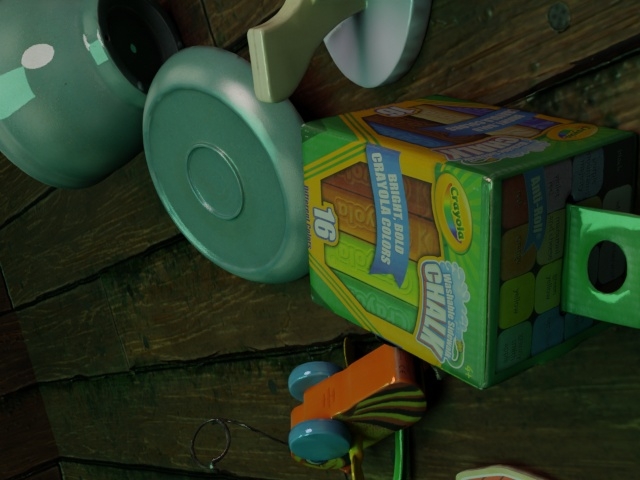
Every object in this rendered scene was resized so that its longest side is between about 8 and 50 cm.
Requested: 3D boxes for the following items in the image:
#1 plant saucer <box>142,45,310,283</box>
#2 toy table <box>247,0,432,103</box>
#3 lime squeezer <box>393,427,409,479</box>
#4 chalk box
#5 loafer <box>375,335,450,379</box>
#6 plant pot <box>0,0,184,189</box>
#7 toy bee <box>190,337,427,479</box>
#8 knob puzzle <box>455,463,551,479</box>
[{"bbox_3d":[-0.119,-0.079,1.106,0.317,0.043,0.318,27,133,33],"label":"plant saucer"},{"bbox_3d":[-0.009,-0.277,0.868,0.252,0.160,0.275,-2,103,55],"label":"toy table"},{"bbox_3d":[0.130,0.367,1.062,0.110,0.059,0.311,-30,77,22],"label":"lime squeezer"},{"bbox_3d":[0.140,-0.005,0.756,0.289,0.179,0.180,23,122,49],"label":"chalk box"},{"bbox_3d":[0.077,0.066,0.942,0.220,0.078,0.080,37,166,40],"label":"loafer"},{"bbox_3d":[-0.310,-0.239,1.243,0.196,0.293,0.293,-19,88,29],"label":"plant pot"},{"bbox_3d":[0.018,0.210,1.066,0.298,0.162,0.195,-8,57,41],"label":"toy bee"},{"bbox_3d":[0.203,0.315,0.923,0.213,0.030,0.213,22,121,42],"label":"knob puzzle"}]
